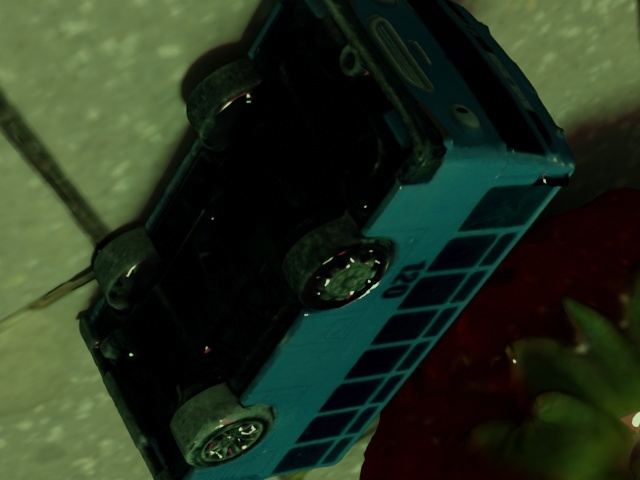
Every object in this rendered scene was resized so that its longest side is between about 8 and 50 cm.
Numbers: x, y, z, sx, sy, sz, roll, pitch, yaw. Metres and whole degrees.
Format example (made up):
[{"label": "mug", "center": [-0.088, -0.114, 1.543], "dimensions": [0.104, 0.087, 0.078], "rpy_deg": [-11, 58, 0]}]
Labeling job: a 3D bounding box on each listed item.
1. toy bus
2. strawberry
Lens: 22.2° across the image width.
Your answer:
[{"label": "toy bus", "center": [0.000, 0.000, 0.563], "dimensions": [0.106, 0.090, 0.185], "rpy_deg": [-3, 141, -40]}, {"label": "strawberry", "center": [0.143, 0.109, 0.725], "dimensions": [0.257, 0.257, 0.277], "rpy_deg": [-28, 166, -5]}]
